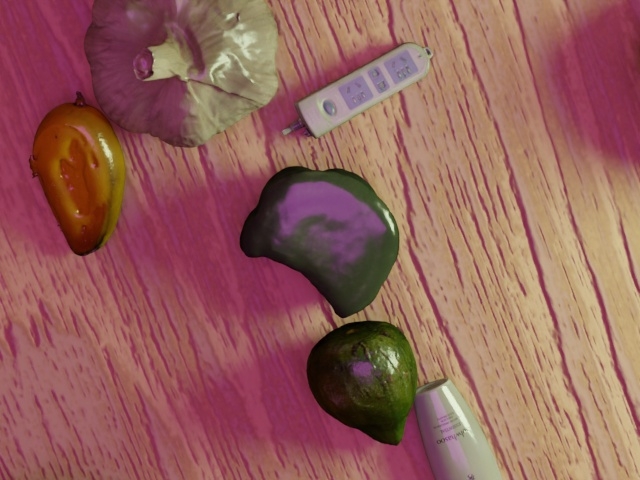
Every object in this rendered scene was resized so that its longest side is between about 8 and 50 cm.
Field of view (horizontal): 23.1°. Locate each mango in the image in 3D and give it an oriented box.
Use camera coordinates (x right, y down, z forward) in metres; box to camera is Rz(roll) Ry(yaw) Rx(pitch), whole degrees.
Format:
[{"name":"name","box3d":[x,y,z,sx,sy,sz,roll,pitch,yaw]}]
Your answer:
[{"name":"mango","box3d":[-0.261,-0.072,1.719,0.101,0.066,0.187,1,110,17]}]

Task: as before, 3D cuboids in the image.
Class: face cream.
[{"name":"face cream","box3d":[0.159,0.247,1.781,0.072,0.051,0.182,-22,97,-4]}]

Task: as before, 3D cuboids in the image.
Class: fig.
[{"name":"fig","box3d":[0.052,0.168,1.739,0.123,0.123,0.156,-15,108,-1]}]

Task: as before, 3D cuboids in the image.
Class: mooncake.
[{"name":"mooncake","box3d":[0.000,0.000,1.724,0.168,0.104,0.175,-23,99,-3]}]

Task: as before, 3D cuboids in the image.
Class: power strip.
[{"name":"power strip","box3d":[0.041,-0.165,1.744,0.191,0.030,0.047,-29,96,1]}]

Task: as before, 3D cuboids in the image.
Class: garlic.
[{"name":"garlic","box3d":[-0.148,-0.195,1.645,0.218,0.212,0.219,0,100,3]}]
